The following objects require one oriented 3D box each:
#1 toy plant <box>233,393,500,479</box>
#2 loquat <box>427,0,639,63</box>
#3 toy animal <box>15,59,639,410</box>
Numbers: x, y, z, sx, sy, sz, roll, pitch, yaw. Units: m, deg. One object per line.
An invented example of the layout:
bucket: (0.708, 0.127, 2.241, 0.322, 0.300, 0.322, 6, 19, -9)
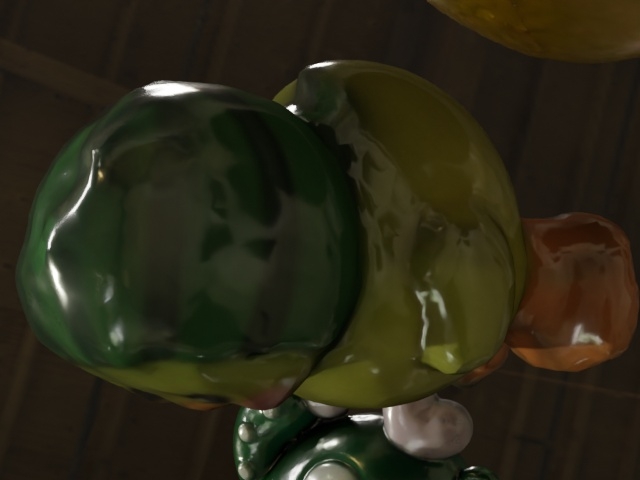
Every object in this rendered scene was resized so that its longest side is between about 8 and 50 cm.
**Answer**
toy plant: (0.029, 0.199, 1.031, 0.112, 0.243, 0.232, -26, -60, -55)
loquat: (0.140, -0.244, 0.674, 0.359, 0.328, 0.328, -48, -56, -61)
toy animal: (-0.001, -0.003, 0.770, 0.338, 0.216, 0.191, 4, -97, -35)
